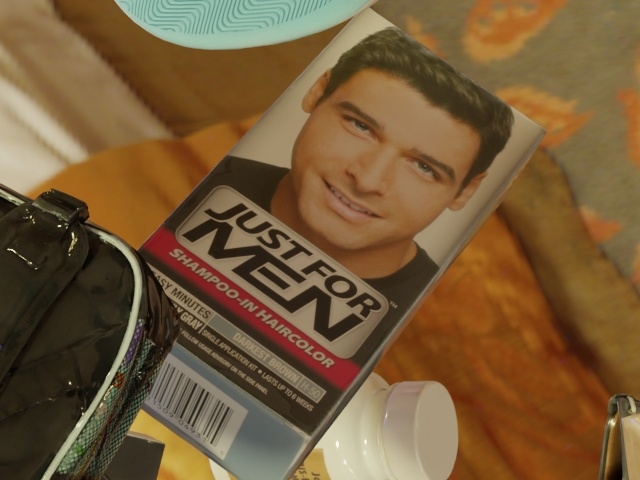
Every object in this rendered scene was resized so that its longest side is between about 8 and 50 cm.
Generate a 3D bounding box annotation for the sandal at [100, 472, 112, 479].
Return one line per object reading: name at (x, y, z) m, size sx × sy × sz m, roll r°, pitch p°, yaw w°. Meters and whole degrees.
sandal at (-0.216, 0.176, 1.301) m, size 0.107 × 0.446 × 0.167 m, roll -48°, pitch 35°, yaw -14°

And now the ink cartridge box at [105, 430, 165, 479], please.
ink cartridge box at (-0.262, 0.266, 1.788) m, size 0.045 × 0.208 × 0.206 m, roll 5°, pitch 79°, yaw 54°

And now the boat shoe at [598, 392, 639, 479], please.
boat shoe at (0.181, 0.195, 1.166) m, size 0.079 × 0.233 × 0.084 m, roll 27°, pitch 142°, yaw 1°

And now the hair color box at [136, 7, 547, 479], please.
hair color box at (0.000, 0.000, 1.462) m, size 0.185 × 0.374 × 0.113 m, roll 35°, pitch 142°, yaw 6°

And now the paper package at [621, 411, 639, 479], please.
paper package at (0.280, 0.210, 0.722) m, size 0.309 × 0.168 × 0.325 m, roll 39°, pitch 150°, yaw 48°

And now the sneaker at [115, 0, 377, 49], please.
sneaker at (0.056, -0.199, 0.896) m, size 0.319 × 0.208 × 0.127 m, roll -26°, pitch 95°, yaw 28°

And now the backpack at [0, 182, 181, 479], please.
backpack at (-0.220, 0.097, 1.026) m, size 0.225 × 0.191 × 0.253 m, roll 23°, pitch 71°, yaw 12°

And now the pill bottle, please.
pill bottle at (0.013, 0.195, 1.886) m, size 0.229 × 0.131 × 0.131 m, roll -4°, pitch 97°, yaw 28°
